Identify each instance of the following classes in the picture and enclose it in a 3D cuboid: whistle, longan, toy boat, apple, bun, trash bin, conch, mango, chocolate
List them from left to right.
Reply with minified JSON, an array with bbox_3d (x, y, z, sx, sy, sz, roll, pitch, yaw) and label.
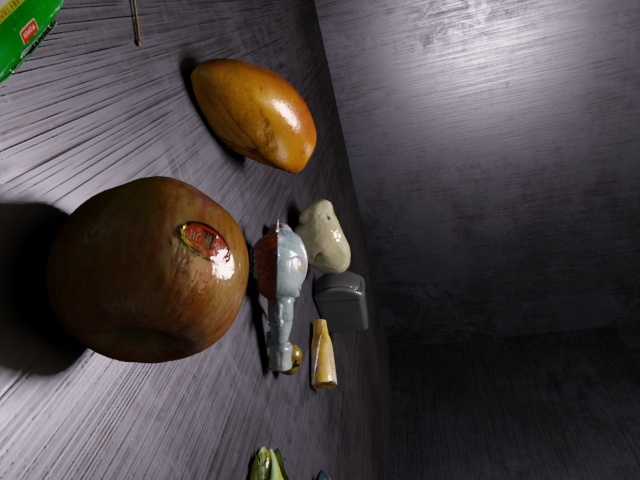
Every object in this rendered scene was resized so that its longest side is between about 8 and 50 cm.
[{"bbox_3d":[-0.187,0.032,0.552,0.211,0.211,0.187,64,22,-54],"label":"apple"},{"bbox_3d":[-0.144,-0.281,1.081,0.201,0.199,0.350,55,10,33],"label":"mango"},{"bbox_3d":[-0.098,0.488,0.951,0.095,0.080,0.200,51,12,-43],"label":"conch"},{"bbox_3d":[-0.098,0.122,1.129,0.142,0.134,0.345,4,-86,61],"label":"whistle"},{"bbox_3d":[-0.095,0.001,1.329,0.167,0.072,0.072,44,39,-67],"label":"chocolate"},{"bbox_3d":[-0.073,0.290,1.195,0.075,0.083,0.075,-6,99,-41],"label":"longan"},{"bbox_3d":[0.000,0.000,1.579,0.259,0.160,0.259,-24,90,-85],"label":"bun"},{"bbox_3d":[0.003,0.351,1.540,0.085,0.086,0.219,64,17,-55],"label":"chocolate"},{"bbox_3d":[0.006,0.693,1.327,0.060,0.055,0.141,53,29,-50],"label":"toy boat"},{"bbox_3d":[0.076,0.216,1.730,0.101,0.177,0.236,-85,166,-50],"label":"trash bin"}]

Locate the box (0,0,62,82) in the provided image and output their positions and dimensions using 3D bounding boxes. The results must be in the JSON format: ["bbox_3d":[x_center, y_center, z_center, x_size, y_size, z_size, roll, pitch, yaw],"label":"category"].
[{"bbox_3d":[-0.324,-0.243,0.364,0.250,0.103,0.180,67,18,-45],"label":"box"}]

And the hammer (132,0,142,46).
[{"bbox_3d":[-0.299,-0.373,0.793,0.029,0.014,0.122,-5,89,-69],"label":"hammer"}]
